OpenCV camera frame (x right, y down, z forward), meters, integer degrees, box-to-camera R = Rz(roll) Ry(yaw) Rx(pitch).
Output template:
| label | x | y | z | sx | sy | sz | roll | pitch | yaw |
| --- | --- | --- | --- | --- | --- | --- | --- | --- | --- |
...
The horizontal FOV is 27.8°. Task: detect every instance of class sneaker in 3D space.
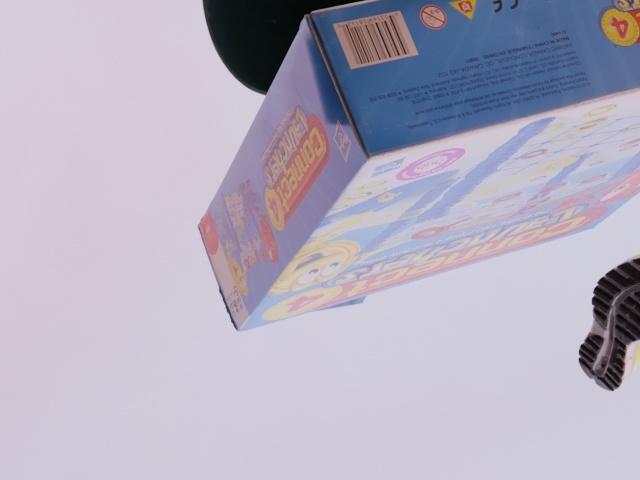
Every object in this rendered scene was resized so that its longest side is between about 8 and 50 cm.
| label | x | y | z | sx | sy | sz | roll | pitch | yaw |
| --- | --- | --- | --- | --- | --- | --- | --- | --- | --- |
| sneaker | 0.348 | 0.073 | 1.413 | 0.094 | 0.208 | 0.081 | -31 | -116 | -30 |

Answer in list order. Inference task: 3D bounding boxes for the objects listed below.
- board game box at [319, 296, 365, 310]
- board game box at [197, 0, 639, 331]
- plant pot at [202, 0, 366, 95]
| label | x | y | z | sx | sy | sz | roll | pitch | yaw |
| --- | --- | --- | --- | --- | --- | --- | --- | --- | --- |
| board game box | 0.000 | 0.000 | 1.275 | 0.033 | 0.169 | 0.133 | 4 | -85 | 34 |
| board game box | 0.103 | -0.062 | 0.821 | 0.302 | 0.308 | 0.086 | 127 | -55 | -64 |
| plant pot | 0.051 | -0.289 | 1.399 | 0.293 | 0.235 | 0.293 | -3 | -93 | 48 |
